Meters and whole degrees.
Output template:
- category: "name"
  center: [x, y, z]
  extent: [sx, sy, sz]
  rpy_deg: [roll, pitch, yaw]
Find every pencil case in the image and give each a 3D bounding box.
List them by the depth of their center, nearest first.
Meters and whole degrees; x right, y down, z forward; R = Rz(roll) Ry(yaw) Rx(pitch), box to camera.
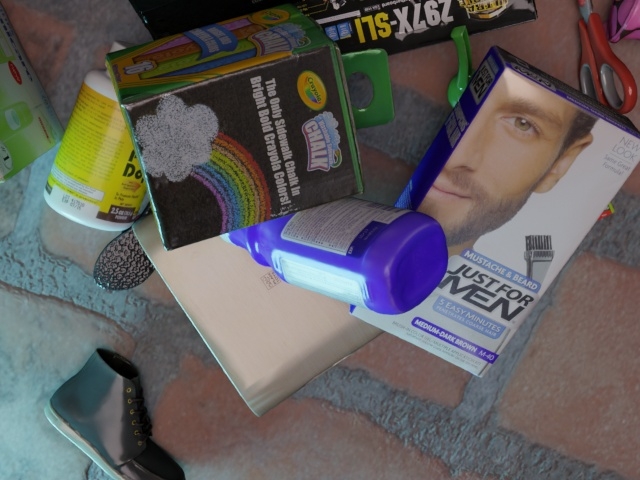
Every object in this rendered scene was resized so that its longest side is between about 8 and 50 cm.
- category: "pencil case"
  center: [0.456, -0.257, 1.146]
  extent: [0.209, 0.098, 0.095]
  rpy_deg: [15, 59, -6]

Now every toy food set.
- category: "toy food set"
  center: [-0.069, 0.046, 1.207]
  extent: [0.220, 0.092, 0.306]
  rpy_deg: [-33, 97, -4]

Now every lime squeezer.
- category: "lime squeezer"
  center: [0.229, -0.171, 1.160]
  extent: [0.110, 0.058, 0.310]
  rpy_deg: [-15, 142, 43]

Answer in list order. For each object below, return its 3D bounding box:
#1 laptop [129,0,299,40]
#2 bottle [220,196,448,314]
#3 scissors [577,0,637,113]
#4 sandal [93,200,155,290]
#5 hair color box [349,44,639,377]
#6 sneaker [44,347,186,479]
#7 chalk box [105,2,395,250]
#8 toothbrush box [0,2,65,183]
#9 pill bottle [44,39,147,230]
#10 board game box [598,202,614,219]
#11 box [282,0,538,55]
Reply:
- category: "laptop"
  center: [-0.132, -0.382, 1.034]
  extent: [0.234, 0.136, 0.264]
  rpy_deg: [-16, 136, 15]
- category: "bottle"
  center: [0.000, 0.000, 1.036]
  extent: [0.118, 0.283, 0.092]
  rpy_deg: [-38, 127, -36]
- category: "scissors"
  center: [0.325, -0.277, 1.160]
  extent: [0.021, 0.109, 0.297]
  rpy_deg: [-15, 82, -9]
- category: "sandal"
  center: [-0.225, -0.007, 1.219]
  extent: [0.067, 0.040, 0.179]
  rpy_deg: [40, 86, -17]
- category: "hair color box"
  center: [0.192, -0.027, 1.077]
  extent: [0.185, 0.110, 0.338]
  rpy_deg: [26, 112, -9]
- category: "sneaker"
  center: [-0.250, 0.251, 1.260]
  extent: [0.222, 0.083, 0.118]
  rpy_deg: [39, 100, -10]
- category: "chalk box"
  center: [-0.064, -0.138, 1.024]
  extent: [0.289, 0.179, 0.180]
  rpy_deg: [-17, 121, -10]
- category: "toothbrush box"
  center: [-0.409, -0.162, 1.039]
  extent: [0.122, 0.283, 0.206]
  rpy_deg: [-23, 104, 3]
- category: "pill bottle"
  center: [-0.248, -0.128, 1.140]
  extent: [0.117, 0.117, 0.215]
  rpy_deg: [22, 104, -8]
- category: "board game box"
  center: [0.272, -0.022, 1.200]
  extent: [0.181, 0.092, 0.043]
  rpy_deg: [-28, 104, 6]
- category: "box"
  center: [0.065, -0.345, 1.073]
  extent: [0.322, 0.079, 0.257]
  rpy_deg: [-12, 114, 12]
